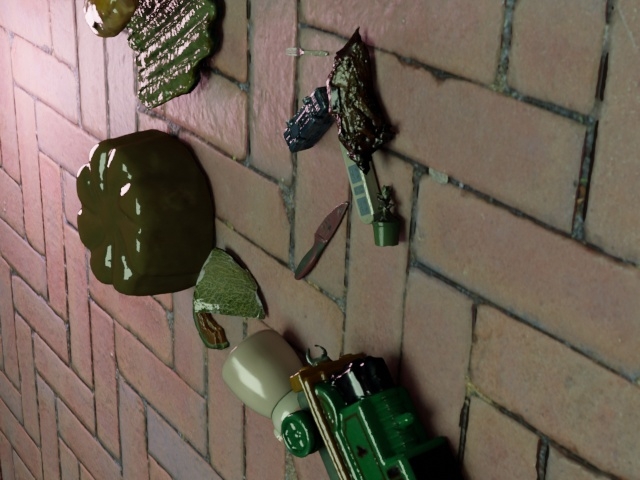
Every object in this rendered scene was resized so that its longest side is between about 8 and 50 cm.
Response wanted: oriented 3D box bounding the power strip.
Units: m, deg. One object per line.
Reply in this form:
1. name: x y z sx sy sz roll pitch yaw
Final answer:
1. power strip: 0.070 -0.114 1.794 0.047 0.030 0.191 -16 89 56

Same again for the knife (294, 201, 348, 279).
1. knife: 0.000 0.000 1.957 0.035 0.018 0.247 62 142 26

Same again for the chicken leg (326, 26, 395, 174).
1. chicken leg: 0.060 -0.226 1.733 0.105 0.063 0.234 -19 83 28

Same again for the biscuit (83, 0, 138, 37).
1. biscuit: -0.405 -0.640 2.154 0.429 0.104 0.446 -52 40 46

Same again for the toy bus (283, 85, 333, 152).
1. toy bus: -0.012 -0.213 1.846 0.166 0.065 0.047 -45 64 55

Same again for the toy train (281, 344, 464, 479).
1. toy train: 0.095 0.364 1.820 0.249 0.178 0.429 -36 73 45

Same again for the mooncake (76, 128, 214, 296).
1. mooncake: -0.407 -0.061 2.365 0.378 0.201 0.378 25 122 48

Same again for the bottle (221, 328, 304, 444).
1. bottle: -0.074 0.302 2.072 0.236 0.147 0.147 45 137 26

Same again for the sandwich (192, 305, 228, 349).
1. sandwich: -0.255 0.205 2.394 0.135 0.029 0.067 51 140 32

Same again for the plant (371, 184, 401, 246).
1. plant: 0.110 -0.042 1.748 0.051 0.051 0.102 7 102 55

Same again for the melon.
1. melon: -0.207 0.118 2.225 0.202 0.139 0.093 49 161 30

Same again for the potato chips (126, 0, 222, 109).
1. potato chips: -0.322 -0.478 2.201 0.429 0.070 0.358 -25 78 55

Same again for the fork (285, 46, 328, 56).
1. fork: -0.022 -0.334 1.867 0.115 0.012 0.016 14 117 48
